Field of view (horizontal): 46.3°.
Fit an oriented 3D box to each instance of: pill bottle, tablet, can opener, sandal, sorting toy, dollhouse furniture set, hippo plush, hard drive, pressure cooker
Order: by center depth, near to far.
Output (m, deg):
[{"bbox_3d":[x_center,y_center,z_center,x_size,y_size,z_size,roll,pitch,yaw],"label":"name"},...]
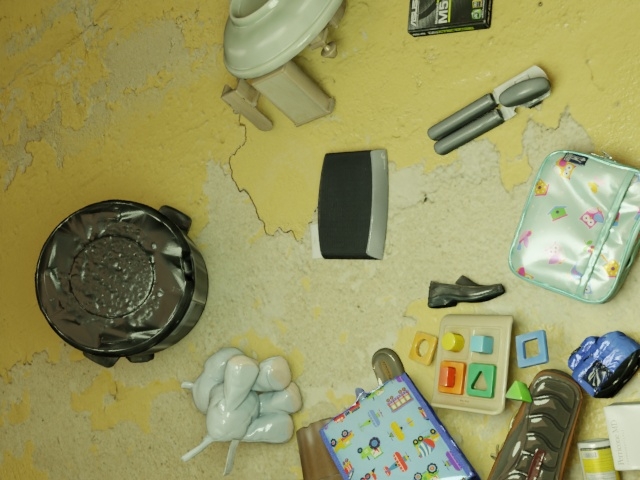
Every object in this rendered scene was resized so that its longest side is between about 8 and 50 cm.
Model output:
[{"bbox_3d":[0.515,0.427,1.377,0.065,0.065,0.116,-13,78,31],"label":"pill bottle"},{"bbox_3d":[0.288,0.237,1.477,0.348,0.047,0.196,-7,68,52],"label":"sorting toy"},{"bbox_3d":[0.343,-0.271,1.549,0.280,0.093,0.074,-29,71,32],"label":"can opener"},{"bbox_3d":[0.169,0.331,1.611,0.090,0.060,0.219,-35,68,25],"label":"sandal"},{"bbox_3d":[0.070,-0.084,1.719,0.172,0.054,0.254,0,85,31],"label":"hard drive"},{"bbox_3d":[0.000,0.000,1.785,0.054,0.006,0.083,-9,81,31],"label":"tablet"},{"bbox_3d":[-0.196,0.385,1.788,0.294,0.234,0.236,-63,27,-5],"label":"hippo plush"},{"bbox_3d":[-0.466,0.111,1.840,0.370,0.420,0.375,-19,83,-3],"label":"pressure cooker"},{"bbox_3d":[-0.048,-0.473,1.843,0.303,0.174,0.355,-15,50,38],"label":"dollhouse furniture set"}]

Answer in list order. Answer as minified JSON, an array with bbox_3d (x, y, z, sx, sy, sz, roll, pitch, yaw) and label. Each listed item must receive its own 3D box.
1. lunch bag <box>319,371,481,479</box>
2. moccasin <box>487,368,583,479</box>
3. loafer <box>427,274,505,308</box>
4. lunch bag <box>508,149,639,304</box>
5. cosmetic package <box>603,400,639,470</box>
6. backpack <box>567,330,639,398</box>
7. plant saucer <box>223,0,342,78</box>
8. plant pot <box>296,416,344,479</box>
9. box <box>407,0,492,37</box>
[{"bbox_3d":[0.144,0.418,1.503,0.221,0.138,0.293,-36,60,2],"label":"lunch bag"},{"bbox_3d":[0.391,0.425,1.425,0.139,0.147,0.380,14,89,18],"label":"moccasin"},{"bbox_3d":[0.298,0.101,1.553,0.170,0.062,0.061,-11,74,30],"label":"loafer"},{"bbox_3d":[0.498,-0.029,1.408,0.224,0.108,0.279,24,98,32],"label":"lunch bag"},{"bbox_3d":[0.627,0.335,1.304,0.231,0.085,0.117,-14,77,30],"label":"cosmetic package"},{"bbox_3d":[0.525,0.219,1.373,0.101,0.098,0.120,48,111,31],"label":"backpack"},{"bbox_3d":[-0.107,-0.566,1.756,0.400,0.100,0.400,-27,44,29],"label":"plant saucer"},{"bbox_3d":[0.026,0.482,1.637,0.167,0.167,0.165,-29,62,27],"label":"plant pot"},{"bbox_3d":[0.286,-0.550,1.635,0.184,0.045,0.190,4,87,31],"label":"box"}]
